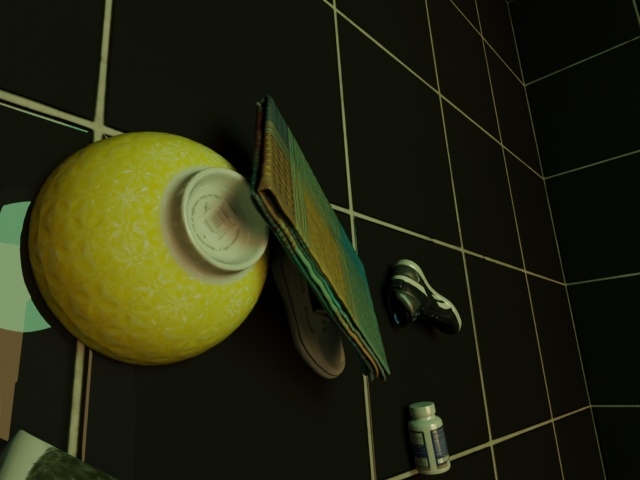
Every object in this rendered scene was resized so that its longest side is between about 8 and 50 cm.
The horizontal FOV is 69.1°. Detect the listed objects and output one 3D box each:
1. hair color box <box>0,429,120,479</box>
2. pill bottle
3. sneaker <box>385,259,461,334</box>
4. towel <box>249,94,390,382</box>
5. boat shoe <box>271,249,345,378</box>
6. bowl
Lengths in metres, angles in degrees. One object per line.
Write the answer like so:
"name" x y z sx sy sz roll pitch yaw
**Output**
"hair color box" -0.176 0.313 0.258 0.185 0.114 0.374 48 1 -28
"pill bottle" 0.205 0.377 0.893 0.067 0.067 0.120 1 77 -50
"sneaker" 0.207 0.155 0.976 0.217 0.079 0.121 47 48 -17
"towel" 0.000 0.000 0.678 0.271 0.040 0.370 -98 162 -52
"boat shoe" -0.005 0.117 0.731 0.083 0.076 0.226 -38 106 -49
"bowl" -0.152 -0.006 0.542 0.290 0.156 0.289 21 61 -45
